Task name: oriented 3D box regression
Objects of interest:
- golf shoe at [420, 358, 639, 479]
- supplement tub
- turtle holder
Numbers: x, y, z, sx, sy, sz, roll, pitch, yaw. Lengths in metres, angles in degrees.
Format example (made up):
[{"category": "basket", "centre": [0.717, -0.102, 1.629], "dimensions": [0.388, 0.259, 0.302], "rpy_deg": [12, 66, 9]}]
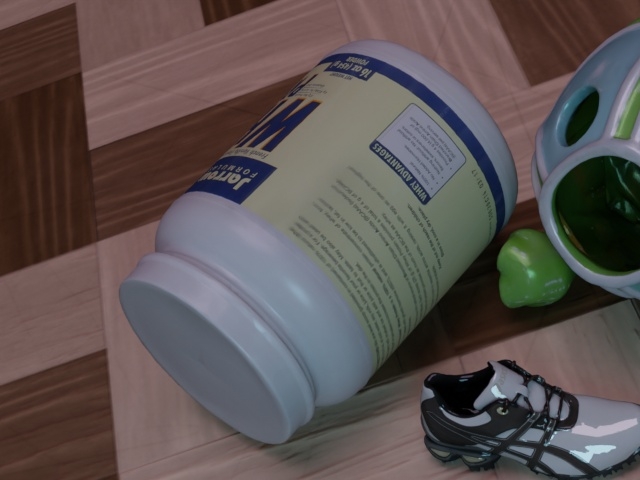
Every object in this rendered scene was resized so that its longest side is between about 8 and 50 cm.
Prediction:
[{"category": "golf shoe", "centre": [0.175, 0.145, 1.233], "dimensions": [0.198, 0.094, 0.077], "rpy_deg": [-3, 44, 19]}, {"category": "supplement tub", "centre": [0.000, 0.000, 1.352], "dimensions": [0.235, 0.235, 0.325], "rpy_deg": [22, 58, 39]}, {"category": "turtle holder", "centre": [0.273, -0.063, 1.263], "dimensions": [0.320, 0.243, 0.227], "rpy_deg": [-1, 25, 45]}]
